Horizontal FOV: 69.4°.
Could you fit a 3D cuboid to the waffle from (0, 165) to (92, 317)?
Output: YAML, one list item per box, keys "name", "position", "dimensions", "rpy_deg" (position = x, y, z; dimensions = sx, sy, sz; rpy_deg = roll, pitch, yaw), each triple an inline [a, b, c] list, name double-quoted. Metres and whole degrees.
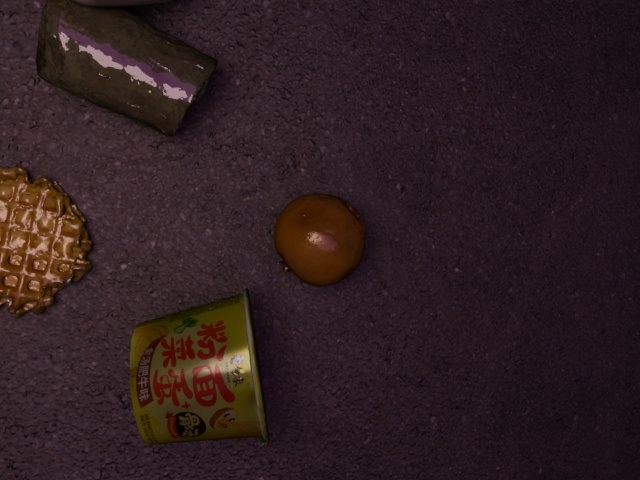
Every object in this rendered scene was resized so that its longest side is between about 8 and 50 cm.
- name: "waffle"
  position: [-0.589, 0.007, 0.888]
  dimensions: [0.262, 0.060, 0.280]
  rpy_deg: [-35, 103, -14]

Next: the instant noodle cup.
- name: "instant noodle cup"
  position: [-0.231, 0.263, 0.915]
  dimensions: [0.222, 0.311, 0.310]
  rpy_deg: [-9, 96, -8]

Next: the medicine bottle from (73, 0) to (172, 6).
- name: "medicine bottle"
  position: [-0.418, -0.573, 0.797]
  dimensions: [0.375, 0.123, 0.282]
  rpy_deg: [52, 47, 4]

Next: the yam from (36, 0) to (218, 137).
- name: "yam"
  position: [-0.368, -0.330, 0.873]
  dimensions: [0.300, 0.195, 0.195]
  rpy_deg: [24, 85, -19]

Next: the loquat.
- name: "loquat"
  position: [0.000, 0.000, 1.014]
  dimensions: [0.208, 0.208, 0.207]
  rpy_deg: [-1, 93, -18]
